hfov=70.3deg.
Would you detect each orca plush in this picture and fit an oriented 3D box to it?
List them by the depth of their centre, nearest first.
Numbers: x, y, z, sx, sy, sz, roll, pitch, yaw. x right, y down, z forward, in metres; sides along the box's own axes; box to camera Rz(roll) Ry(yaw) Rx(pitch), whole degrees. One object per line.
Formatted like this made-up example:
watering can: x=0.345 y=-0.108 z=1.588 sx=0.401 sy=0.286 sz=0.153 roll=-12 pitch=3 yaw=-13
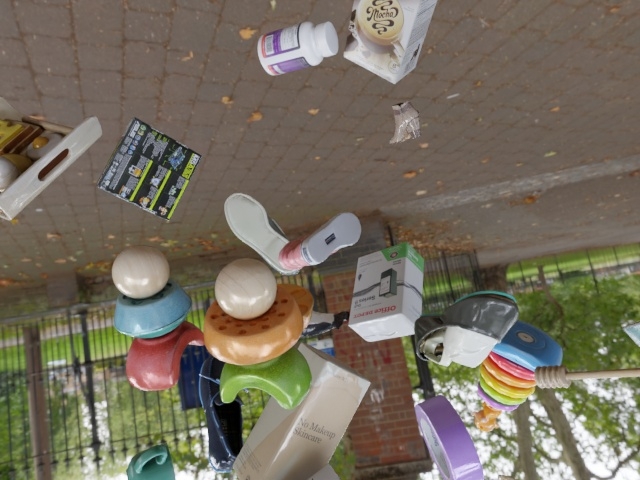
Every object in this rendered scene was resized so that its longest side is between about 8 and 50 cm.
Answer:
orca plush: x=-0.065 y=0.211 z=1.198 sx=0.287 sy=0.151 sz=0.102 roll=-5 pitch=135 yaw=11

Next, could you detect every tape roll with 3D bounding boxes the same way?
tape roll: x=0.398 y=0.634 z=1.426 sx=0.090 sy=0.274 sz=0.275 roll=-20 pitch=171 yaw=-5

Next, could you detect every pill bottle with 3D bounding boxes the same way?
pill bottle: x=-0.057 y=-0.504 z=1.185 sx=0.193 sy=0.108 sz=0.108 roll=-2 pitch=175 yaw=28

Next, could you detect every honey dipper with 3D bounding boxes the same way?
honey dipper: x=0.352 y=0.169 z=0.569 sx=0.030 sy=0.030 sz=0.161 roll=-2 pitch=167 yaw=-39

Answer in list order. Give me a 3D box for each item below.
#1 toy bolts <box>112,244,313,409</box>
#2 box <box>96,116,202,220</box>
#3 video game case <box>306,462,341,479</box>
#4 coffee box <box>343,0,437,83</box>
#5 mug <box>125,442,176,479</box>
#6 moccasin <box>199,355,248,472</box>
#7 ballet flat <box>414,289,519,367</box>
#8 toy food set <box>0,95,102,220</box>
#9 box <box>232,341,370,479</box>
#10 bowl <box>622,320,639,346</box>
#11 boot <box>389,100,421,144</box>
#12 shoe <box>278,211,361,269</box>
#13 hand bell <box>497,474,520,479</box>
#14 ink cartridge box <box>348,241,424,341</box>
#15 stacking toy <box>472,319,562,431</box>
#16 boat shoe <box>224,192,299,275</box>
toy bolts: x=-0.121 y=0.065 z=0.530 sx=0.228 sy=0.158 sz=0.218 roll=-1 pitch=-153 yaw=11
box: x=-0.415 y=-0.171 z=1.113 sx=0.184 sy=0.190 sz=0.045 roll=28 pitch=173 yaw=-35
video game case: x=-0.032 y=0.612 z=0.912 sx=0.244 sy=0.269 sz=0.061 roll=-30 pitch=-145 yaw=-18
coffee box: x=0.175 y=-0.558 z=1.084 sx=0.119 sy=0.168 sz=0.297 roll=-46 pitch=161 yaw=-32
mug: x=-0.395 y=0.539 z=1.052 sx=0.097 sy=0.157 sz=0.129 roll=-11 pitch=-175 yaw=-26
moccasin: x=-0.269 y=0.490 z=1.344 sx=0.138 sy=0.342 sz=0.117 roll=10 pitch=136 yaw=-40
ballet flat: x=0.228 y=0.157 z=0.738 sx=0.095 sy=0.096 sz=0.280 roll=18 pitch=160 yaw=-2
toy food set: x=-0.573 y=-0.170 z=0.818 sx=0.306 sy=0.219 sz=0.092 roll=17 pitch=149 yaw=24
box: x=-0.040 y=0.401 z=0.994 sx=0.148 sy=0.311 sz=0.121 roll=32 pitch=173 yaw=-29
bowl: x=0.628 y=0.144 z=0.630 sx=0.312 sy=0.163 sz=0.311 roll=-15 pitch=159 yaw=-6
boot: x=0.188 y=-0.276 z=1.061 sx=0.042 sy=0.087 sz=0.118 roll=-32 pitch=-166 yaw=-28
shoe: x=0.000 y=0.000 z=0.832 sx=0.081 sy=0.063 sz=0.178 roll=-17 pitch=-169 yaw=40
hand bell: x=0.398 y=0.641 z=0.948 sx=0.126 sy=0.242 sz=0.126 roll=25 pitch=153 yaw=13
ink cartridge box: x=0.227 y=0.174 z=1.537 sx=0.211 sy=0.289 sz=0.121 roll=-22 pitch=130 yaw=35
stacking toy: x=0.454 y=0.358 z=1.126 sx=0.175 sy=0.302 sz=0.166 roll=24 pitch=-153 yaw=25
boat shoe: x=-0.172 y=-0.014 z=1.368 sx=0.116 sy=0.319 sz=0.099 roll=-43 pitch=162 yaw=-8
